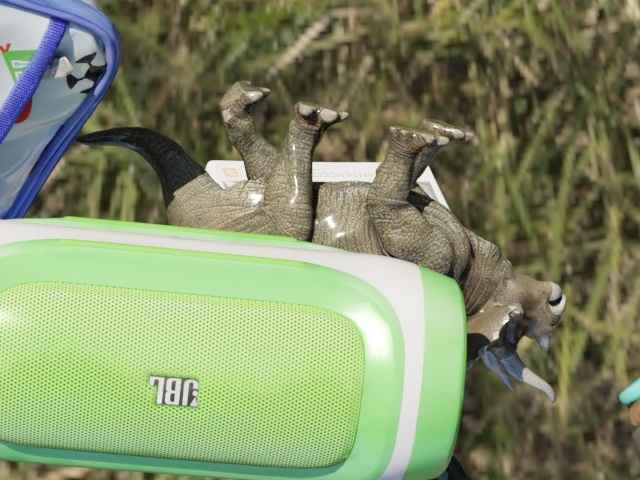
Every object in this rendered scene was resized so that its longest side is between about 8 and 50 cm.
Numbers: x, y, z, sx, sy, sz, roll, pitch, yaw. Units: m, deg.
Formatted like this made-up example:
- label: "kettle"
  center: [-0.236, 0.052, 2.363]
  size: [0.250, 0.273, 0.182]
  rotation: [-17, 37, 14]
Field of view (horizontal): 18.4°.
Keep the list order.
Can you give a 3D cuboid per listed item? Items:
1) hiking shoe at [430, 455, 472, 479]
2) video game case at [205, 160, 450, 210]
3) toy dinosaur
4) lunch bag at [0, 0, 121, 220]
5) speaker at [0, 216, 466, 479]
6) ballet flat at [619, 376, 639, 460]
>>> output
- label: "hiking shoe"
  center: [0.009, 0.185, 1.473]
  size: [0.132, 0.304, 0.113]
  rotation: [-33, 131, -21]
- label: "video game case"
  center: [0.021, 0.007, 1.391]
  size: [0.173, 0.190, 0.022]
  rotation: [-1, 129, -18]
- label: "toy dinosaur"
  center: [0.000, 0.000, 1.149]
  size: [0.313, 0.121, 0.160]
  rotation: [11, 99, 0]
- label: "lunch bag"
  center: [-0.253, -0.068, 1.085]
  size: [0.243, 0.115, 0.303]
  rotation: [17, 126, -34]
- label: "speaker"
  center: [-0.078, 0.060, 1.042]
  size: [0.296, 0.131, 0.131]
  rotation: [5, 130, -6]
- label: "ballet flat"
  center: [0.231, 0.008, 0.689]
  size: [0.280, 0.095, 0.096]
  rotation: [-45, 77, 23]
